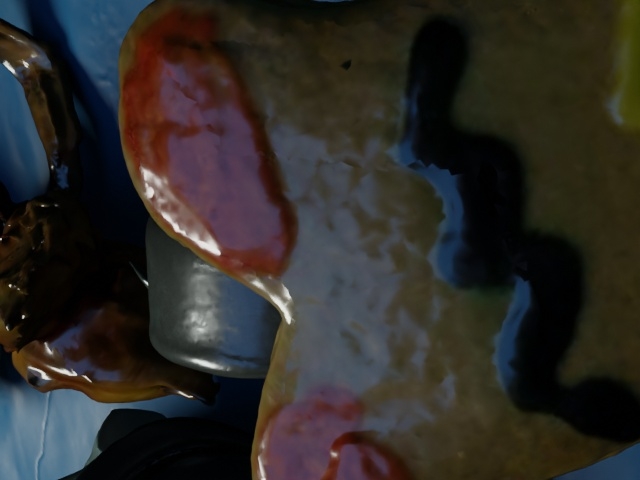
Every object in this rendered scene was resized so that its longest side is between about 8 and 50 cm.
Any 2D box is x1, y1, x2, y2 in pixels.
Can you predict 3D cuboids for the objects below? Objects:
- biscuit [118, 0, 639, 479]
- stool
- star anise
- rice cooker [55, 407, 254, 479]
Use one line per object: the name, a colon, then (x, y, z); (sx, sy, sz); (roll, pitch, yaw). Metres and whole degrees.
biscuit: (0.116, -0.038, 0.500); (0.394, 0.076, 0.368); (-21, 94, 8)
stool: (0.001, -0.002, 0.637); (0.228, 0.153, 0.139); (-2, 102, -6)
star anise: (-0.198, -0.018, 0.726); (0.148, 0.237, 0.346); (-29, 85, -7)
rice cooker: (-0.117, 0.262, 0.714); (0.317, 0.264, 0.316); (-21, 60, 41)
